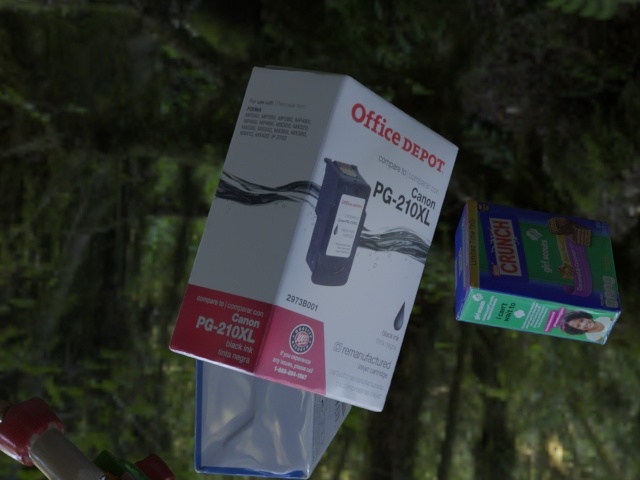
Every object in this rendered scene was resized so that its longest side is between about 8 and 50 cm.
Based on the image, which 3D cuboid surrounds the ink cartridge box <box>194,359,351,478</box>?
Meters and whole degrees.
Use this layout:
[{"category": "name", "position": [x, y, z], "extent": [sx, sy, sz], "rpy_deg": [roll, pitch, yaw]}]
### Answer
[{"category": "ink cartridge box", "position": [-0.041, 0.125, 1.554], "extent": [0.151, 0.270, 0.395], "rpy_deg": [4, -172, 12]}]

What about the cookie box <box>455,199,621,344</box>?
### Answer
[{"category": "cookie box", "position": [0.152, 0.021, 0.842], "extent": [0.107, 0.092, 0.040], "rpy_deg": [9, 134, -3]}]

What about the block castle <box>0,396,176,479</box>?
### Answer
[{"category": "block castle", "position": [-0.378, 0.418, 1.702], "extent": [0.213, 0.303, 0.453], "rpy_deg": [35, 173, 27]}]

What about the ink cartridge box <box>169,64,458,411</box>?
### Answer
[{"category": "ink cartridge box", "position": [0.000, 0.000, 0.950], "extent": [0.100, 0.237, 0.172], "rpy_deg": [11, 172, 40]}]
